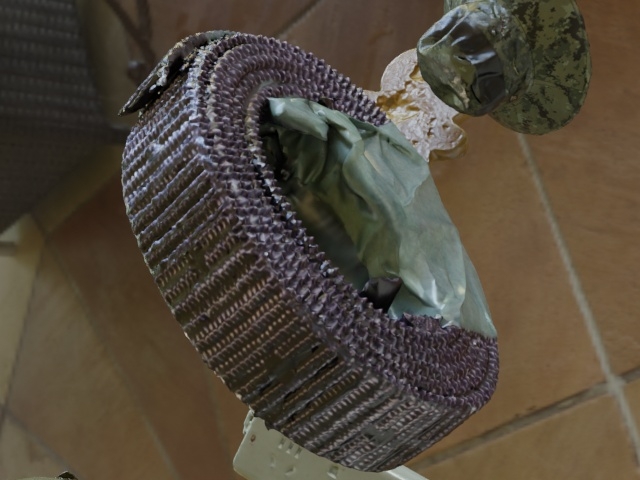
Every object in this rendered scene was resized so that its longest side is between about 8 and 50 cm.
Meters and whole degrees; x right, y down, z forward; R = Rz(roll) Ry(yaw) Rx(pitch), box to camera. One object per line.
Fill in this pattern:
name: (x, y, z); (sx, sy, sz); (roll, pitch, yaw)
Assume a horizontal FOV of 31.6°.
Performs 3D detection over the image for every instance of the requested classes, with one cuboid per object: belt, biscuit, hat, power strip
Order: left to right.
belt: (0.000, 0.000, 0.797); (0.122, 0.260, 0.324); (-42, 70, 31)
power strip: (0.051, 0.288, 1.285); (0.338, 0.058, 0.098); (27, 97, 14)
biscuit: (0.133, -0.178, 1.577); (0.184, 0.035, 0.248); (23, 66, 20)
hat: (0.195, -0.222, 1.379); (0.265, 0.128, 0.265); (45, 152, 32)

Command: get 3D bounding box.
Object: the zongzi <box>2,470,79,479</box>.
zongzi: (-0.591, 0.488, 1.606); (0.447, 0.418, 0.181); (-37, 63, 24)
